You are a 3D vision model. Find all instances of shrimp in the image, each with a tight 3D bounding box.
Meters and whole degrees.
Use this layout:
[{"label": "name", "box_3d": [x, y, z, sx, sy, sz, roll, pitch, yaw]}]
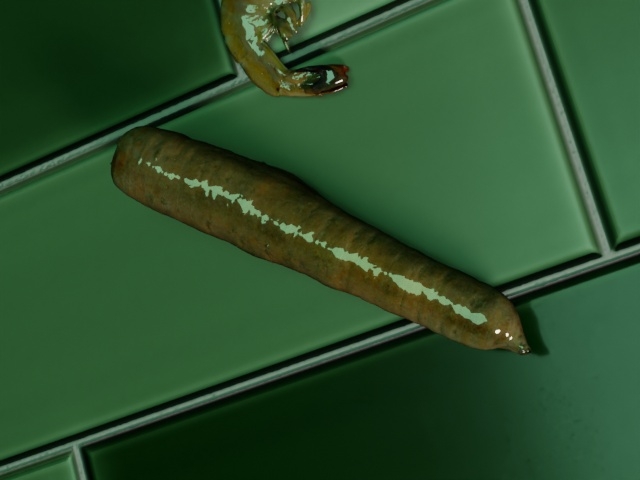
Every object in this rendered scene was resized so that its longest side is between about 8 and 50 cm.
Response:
[{"label": "shrimp", "box_3d": [0.004, -0.174, 1.045, 0.178, 0.034, 0.124, -27, 77, 22]}]

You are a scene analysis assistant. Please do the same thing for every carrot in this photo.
[{"label": "carrot", "box_3d": [0.000, 0.000, 1.016, 0.342, 0.070, 0.070, 25, 96, 19]}]
